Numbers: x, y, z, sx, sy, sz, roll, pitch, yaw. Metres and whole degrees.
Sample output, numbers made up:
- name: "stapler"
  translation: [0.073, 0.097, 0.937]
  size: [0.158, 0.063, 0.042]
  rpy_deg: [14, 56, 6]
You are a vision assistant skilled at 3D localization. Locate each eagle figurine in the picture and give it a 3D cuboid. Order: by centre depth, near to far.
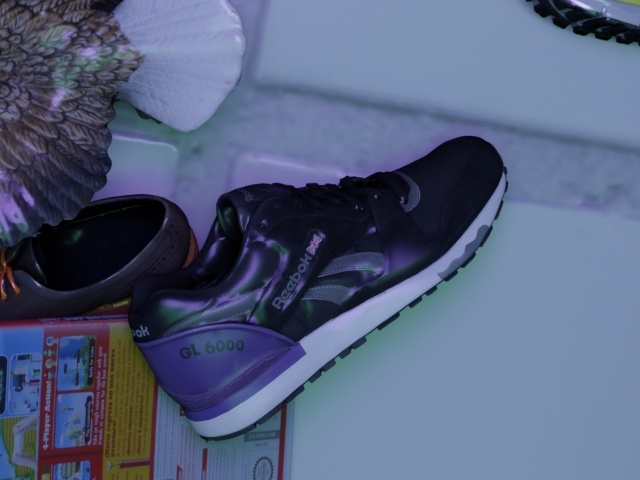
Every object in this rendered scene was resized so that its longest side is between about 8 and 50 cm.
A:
- name: "eagle figurine"
  translation: [-0.219, -0.104, 1.276]
  size: [0.226, 0.298, 0.225]
  rpy_deg: [50, 136, 22]

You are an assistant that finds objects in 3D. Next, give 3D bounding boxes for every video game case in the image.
- name: "video game case"
  translation: [-0.142, 0.150, 1.343]
  size: [0.285, 0.025, 0.204]
  rpy_deg: [-2, 99, -35]

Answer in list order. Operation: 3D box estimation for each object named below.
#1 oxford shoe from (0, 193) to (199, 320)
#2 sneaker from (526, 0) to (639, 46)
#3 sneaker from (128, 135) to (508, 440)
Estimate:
- name: "oxford shoe"
  translation: [-0.217, 0.028, 1.341]
  size: [0.271, 0.098, 0.097]
  rpy_deg: [-23, 72, -5]
- name: "sneaker"
  translation: [0.236, -0.181, 1.374]
  size: [0.208, 0.081, 0.094]
  rpy_deg: [9, 90, -12]
- name: "sneaker"
  translation: [0.000, 0.000, 1.328]
  size: [0.283, 0.107, 0.124]
  rpy_deg: [-40, 112, -16]
